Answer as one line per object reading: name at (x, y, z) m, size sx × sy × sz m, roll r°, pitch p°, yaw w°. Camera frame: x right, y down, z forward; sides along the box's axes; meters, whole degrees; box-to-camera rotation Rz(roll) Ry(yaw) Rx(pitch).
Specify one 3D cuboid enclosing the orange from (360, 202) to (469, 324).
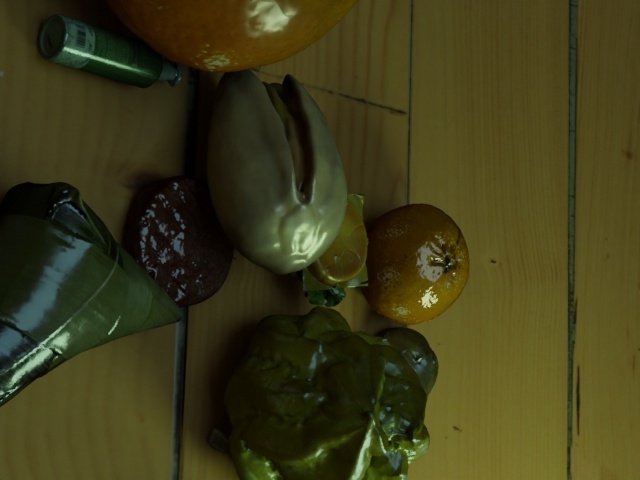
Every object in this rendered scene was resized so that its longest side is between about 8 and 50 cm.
orange at (0.149, 0.036, 1.961) m, size 0.193 × 0.161 × 0.193 m, roll 4°, pitch 86°, yaw -52°

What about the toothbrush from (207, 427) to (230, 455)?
toothbrush at (-0.076, 0.341, 1.788) m, size 0.257 × 0.018 × 0.024 m, roll 46°, pitch 58°, yaw -35°

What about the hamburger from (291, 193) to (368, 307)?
hamburger at (-0.002, 0.003, 1.847) m, size 0.164 × 0.093 × 0.189 m, roll 14°, pitch 75°, yaw -44°

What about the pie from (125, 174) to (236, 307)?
pie at (-0.186, 0.001, 1.677) m, size 0.182 × 0.050 × 0.182 m, roll 5°, pitch 83°, yaw -47°

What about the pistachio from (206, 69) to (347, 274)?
pistachio at (-0.066, -0.097, 1.710) m, size 0.187 × 0.187 × 0.299 m, roll 22°, pitch 47°, yaw -45°

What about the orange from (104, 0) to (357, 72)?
orange at (-0.099, -0.420, 1.577) m, size 0.424 × 0.326 × 0.423 m, roll -7°, pitch 100°, yaw -47°

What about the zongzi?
zongzi at (-0.302, 0.122, 1.475) m, size 0.317 × 0.154 × 0.289 m, roll 48°, pitch 61°, yaw -41°

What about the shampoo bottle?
shampoo bottle at (-0.261, -0.237, 1.608) m, size 0.205 × 0.065 × 0.065 m, roll 12°, pitch 78°, yaw -47°

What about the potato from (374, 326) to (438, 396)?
potato at (0.129, 0.234, 1.981) m, size 0.164 × 0.081 × 0.200 m, roll 45°, pitch 58°, yaw -37°

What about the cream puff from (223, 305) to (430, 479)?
cream puff at (0.039, 0.239, 1.741) m, size 0.324 × 0.257 × 0.291 m, roll 43°, pitch 55°, yaw -37°
